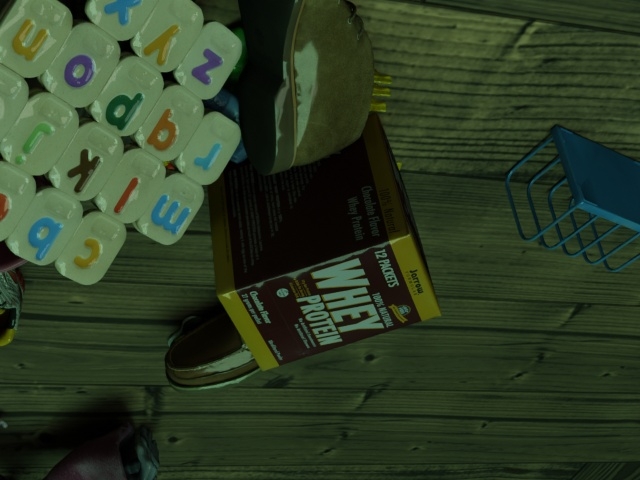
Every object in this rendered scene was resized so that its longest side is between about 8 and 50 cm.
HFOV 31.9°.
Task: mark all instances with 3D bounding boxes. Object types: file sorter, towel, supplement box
[{"bbox_3d":[0.328,-0.043,1.381,0.170,0.118,0.104,18,136,-34],"label":"file sorter"},{"bbox_3d":[-0.109,-0.125,1.122,0.119,0.029,0.067,28,123,-32],"label":"towel"},{"bbox_3d":[0.000,0.000,1.151,0.194,0.191,0.129,-18,134,7],"label":"supplement box"}]

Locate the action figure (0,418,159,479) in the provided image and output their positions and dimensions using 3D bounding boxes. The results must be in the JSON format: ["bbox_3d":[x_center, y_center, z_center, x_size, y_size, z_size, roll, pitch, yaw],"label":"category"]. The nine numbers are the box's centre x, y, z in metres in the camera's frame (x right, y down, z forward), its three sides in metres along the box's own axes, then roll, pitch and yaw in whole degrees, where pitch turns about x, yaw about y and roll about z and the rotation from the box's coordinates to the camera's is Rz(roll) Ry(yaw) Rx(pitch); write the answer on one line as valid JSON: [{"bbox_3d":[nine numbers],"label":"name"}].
[{"bbox_3d":[-0.406,0.411,1.656,0.370,0.275,0.248,-25,149,-6],"label":"action figure"}]

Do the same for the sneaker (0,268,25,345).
[{"bbox_3d":[-0.392,0.042,1.308,0.088,0.092,0.225,-10,142,-3],"label":"sneaker"}]

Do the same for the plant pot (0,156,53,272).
[{"bbox_3d":[-0.353,-0.089,1.077,0.202,0.180,0.201,-8,142,-6],"label":"plant pot"}]

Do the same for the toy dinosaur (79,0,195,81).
[{"bbox_3d":[-0.152,-0.246,1.031,0.118,0.064,0.268,-6,145,-32],"label":"toy dinosaur"}]

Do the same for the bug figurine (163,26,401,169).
[{"bbox_3d":[-0.043,-0.128,1.204,0.279,0.072,0.216,5,134,-14],"label":"bug figurine"}]

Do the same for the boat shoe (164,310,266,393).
[{"bbox_3d":[-0.071,0.098,1.469,0.307,0.110,0.104,-24,135,-4],"label":"boat shoe"}]

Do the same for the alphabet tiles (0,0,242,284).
[{"bbox_3d":[-0.195,-0.104,1.009,0.284,0.021,0.278,32,89,-48],"label":"alphabet tiles"}]

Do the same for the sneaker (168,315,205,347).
[{"bbox_3d":[-0.180,0.134,1.533,0.031,0.035,0.083,13,136,-30],"label":"sneaker"}]

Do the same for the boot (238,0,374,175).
[{"bbox_3d":[-0.009,-0.214,1.053,0.115,0.112,0.305,-13,125,-25],"label":"boot"}]
